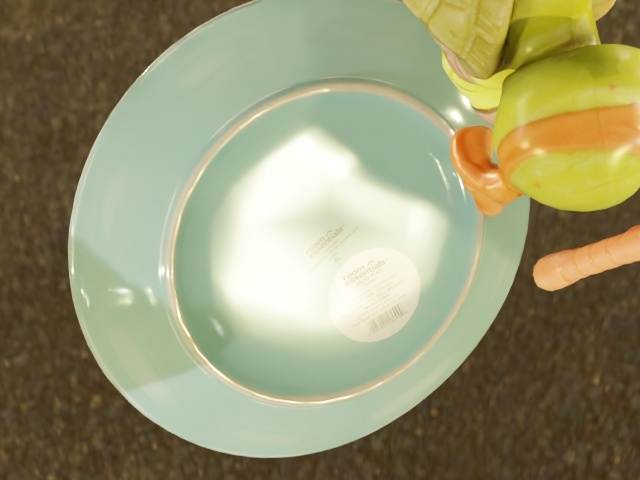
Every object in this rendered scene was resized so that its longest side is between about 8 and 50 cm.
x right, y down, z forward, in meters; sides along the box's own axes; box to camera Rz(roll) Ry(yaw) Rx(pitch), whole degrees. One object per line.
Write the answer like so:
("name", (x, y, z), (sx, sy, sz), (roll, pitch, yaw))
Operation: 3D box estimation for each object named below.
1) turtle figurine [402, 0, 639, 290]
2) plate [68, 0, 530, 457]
("turtle figurine", (0.041, -0.091, 0.383), (0.087, 0.269, 0.217), (-10, 75, 0))
("plate", (0.000, 0.000, 0.612), (0.188, 0.188, 0.024), (-24, 26, -14))
